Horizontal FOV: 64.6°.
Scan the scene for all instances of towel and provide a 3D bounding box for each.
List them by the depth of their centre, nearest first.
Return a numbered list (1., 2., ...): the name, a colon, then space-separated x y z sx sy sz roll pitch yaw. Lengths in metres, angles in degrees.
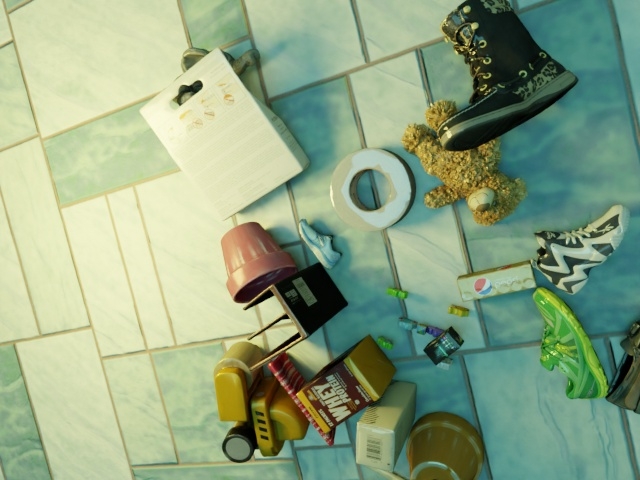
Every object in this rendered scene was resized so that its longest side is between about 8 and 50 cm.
1. towel: -0.044 0.438 1.437 0.031 0.199 0.274 -39 83 1

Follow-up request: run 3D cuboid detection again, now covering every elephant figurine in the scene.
1. elephant figurine: -0.313 -0.473 1.439 0.186 0.169 0.239 25 102 -24

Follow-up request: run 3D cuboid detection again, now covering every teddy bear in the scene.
1. teddy bear: 0.341 -0.184 1.241 0.245 0.113 0.337 -23 89 24

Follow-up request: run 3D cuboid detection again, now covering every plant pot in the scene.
1. plant pot: 0.314 0.583 1.318 0.205 0.188 0.204 3 98 21
2. plant pot: -0.191 0.054 1.445 0.201 0.201 0.180 -37 69 21

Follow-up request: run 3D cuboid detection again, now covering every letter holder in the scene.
1. letter holder: -0.093 0.200 1.357 0.214 0.302 0.152 -37 84 22

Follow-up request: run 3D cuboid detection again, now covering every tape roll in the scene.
1. tape roll: 0.139 -0.135 1.345 0.220 0.072 0.218 3 100 20

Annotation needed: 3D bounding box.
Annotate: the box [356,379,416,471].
1. box: 0.176 0.466 1.307 0.094 0.275 0.113 5 98 21

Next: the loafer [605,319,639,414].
1. loafer: 0.727 0.272 1.171 0.084 0.096 0.267 10 103 25

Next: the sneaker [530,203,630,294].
1. sneaker: 0.586 -0.005 1.180 0.153 0.094 0.234 30 117 6

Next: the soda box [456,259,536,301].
1. soda box: 0.441 0.103 1.271 0.182 0.058 0.061 -15 92 23

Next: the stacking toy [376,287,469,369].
1. stacking toy: 0.270 0.233 1.363 0.221 0.052 0.166 15 101 20

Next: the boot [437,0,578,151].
1. boot: 0.357 -0.377 1.121 0.378 0.138 0.284 -28 81 -17

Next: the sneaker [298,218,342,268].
1. sneaker: 0.000 0.000 1.434 0.073 0.063 0.162 -38 88 4

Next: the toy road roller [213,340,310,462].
1. toy road roller: -0.160 0.467 1.485 0.241 0.202 0.329 -7 100 9

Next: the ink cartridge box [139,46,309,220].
1. ink cartridge box: -0.264 -0.285 1.408 0.308 0.091 0.384 -29 105 23

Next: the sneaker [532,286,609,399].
1. sneaker: 0.578 0.253 1.213 0.124 0.109 0.295 -26 88 18

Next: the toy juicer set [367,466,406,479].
1. toy juicer set: 0.206 0.805 1.445 0.210 0.089 0.328 3 98 21

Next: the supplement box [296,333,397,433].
1. supplement box: 0.075 0.385 1.379 0.194 0.191 0.129 -41 82 22

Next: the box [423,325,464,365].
1. box: 0.313 0.267 1.286 0.083 0.062 0.052 -45 77 20
